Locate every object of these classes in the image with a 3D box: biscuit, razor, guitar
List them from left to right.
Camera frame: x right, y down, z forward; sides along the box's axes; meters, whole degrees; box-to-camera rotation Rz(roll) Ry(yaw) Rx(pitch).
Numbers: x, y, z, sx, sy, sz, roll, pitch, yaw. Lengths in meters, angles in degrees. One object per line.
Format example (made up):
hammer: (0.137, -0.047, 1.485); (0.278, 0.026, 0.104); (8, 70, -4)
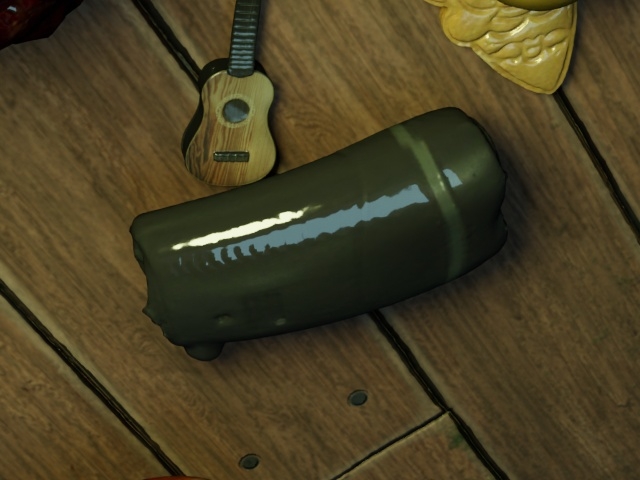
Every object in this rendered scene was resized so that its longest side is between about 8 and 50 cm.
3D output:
guitar: (-0.070, -0.166, 1.605); (0.083, 0.038, 0.271); (-2, 129, -15)
razor: (0.001, 0.001, 1.685); (0.349, 0.113, 0.204); (-20, 148, -2)
biscuit: (0.171, -0.225, 1.641); (0.162, 0.035, 0.250); (-23, 130, 7)

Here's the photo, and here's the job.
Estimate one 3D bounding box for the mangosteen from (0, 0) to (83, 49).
mangosteen: (-0.297, -0.319, 1.231); (0.381, 0.381, 0.421); (-19, 98, -2)

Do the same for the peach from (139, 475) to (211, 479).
peach: (-0.171, 0.378, 1.818); (0.308, 0.308, 0.332); (30, 115, -32)

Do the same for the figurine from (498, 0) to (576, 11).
figurine: (0.193, -0.322, 1.479); (0.342, 0.167, 0.285); (26, 121, 20)
